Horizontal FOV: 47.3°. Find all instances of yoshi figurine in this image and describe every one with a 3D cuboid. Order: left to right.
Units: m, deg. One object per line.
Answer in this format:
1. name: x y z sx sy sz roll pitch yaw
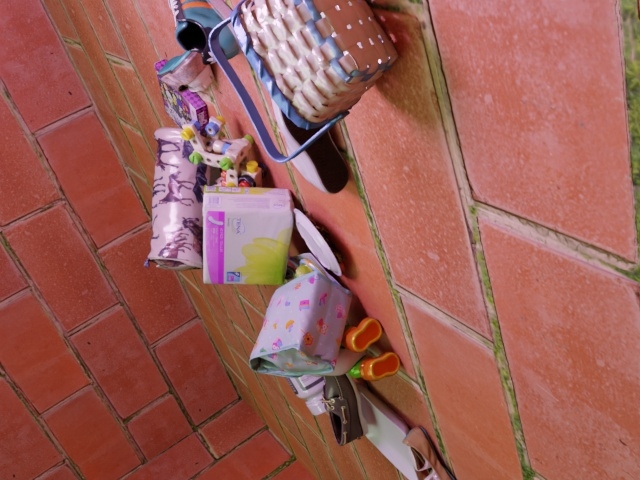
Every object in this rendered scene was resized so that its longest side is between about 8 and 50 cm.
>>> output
1. yoshi figurine: 0.065 0.283 1.950 0.203 0.203 0.362 23 160 -28

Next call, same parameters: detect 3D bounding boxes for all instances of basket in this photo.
1. basket: -0.037 -0.282 1.165 0.289 0.201 0.254 -25 97 39

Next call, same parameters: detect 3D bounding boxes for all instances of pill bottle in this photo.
1. pill bottle: -0.041 0.394 2.307 0.283 0.161 0.161 58 161 -1

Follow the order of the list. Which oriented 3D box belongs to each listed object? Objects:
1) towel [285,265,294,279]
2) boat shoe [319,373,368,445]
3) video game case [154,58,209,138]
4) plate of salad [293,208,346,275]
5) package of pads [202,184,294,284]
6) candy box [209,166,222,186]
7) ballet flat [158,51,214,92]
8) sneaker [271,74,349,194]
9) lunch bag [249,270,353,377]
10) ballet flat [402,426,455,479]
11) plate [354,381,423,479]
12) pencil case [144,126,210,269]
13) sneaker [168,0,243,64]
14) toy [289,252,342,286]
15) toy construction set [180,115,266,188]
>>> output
1. towel: -0.266 0.017 2.229 0.272 0.040 0.370 20 -174 -36
2. boat shoe: 0.056 0.481 2.168 0.117 0.097 0.324 37 150 49
3. video game case: -0.402 -0.391 2.172 0.232 0.042 0.210 48 158 25
4. plate of salad: 0.000 0.000 1.784 0.199 0.048 0.200 53 171 12
5. package of pads: -0.189 -0.006 1.900 0.296 0.229 0.101 98 171 -45
6. candy box: -0.348 -0.164 2.340 0.159 0.071 0.233 19 137 60
7. ballet flat: -0.332 -0.435 1.884 0.106 0.107 0.316 43 172 -21
8. sneaker: -0.046 -0.224 1.464 0.123 0.106 0.290 27 145 52
9. lunch bag: -0.064 0.223 1.848 0.160 0.223 0.262 32 147 -28
10. ballet flat: 0.293 0.609 1.957 0.232 0.073 0.080 58 161 -2
11. plate: 0.201 0.563 2.152 0.277 0.045 0.277 35 150 47
12. pencil case: -0.404 -0.118 2.070 0.184 0.160 0.409 -7 78 41
13. sneaker: -0.285 -0.496 1.608 0.302 0.121 0.108 47 158 28
14. toy: -0.027 0.102 1.942 0.137 0.056 0.237 46 168 -9
15. toy construction set: -0.245 -0.179 1.949 0.215 0.151 0.327 25 158 15
